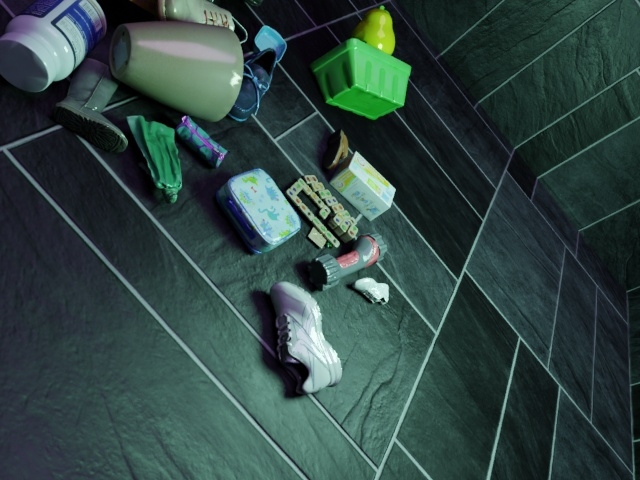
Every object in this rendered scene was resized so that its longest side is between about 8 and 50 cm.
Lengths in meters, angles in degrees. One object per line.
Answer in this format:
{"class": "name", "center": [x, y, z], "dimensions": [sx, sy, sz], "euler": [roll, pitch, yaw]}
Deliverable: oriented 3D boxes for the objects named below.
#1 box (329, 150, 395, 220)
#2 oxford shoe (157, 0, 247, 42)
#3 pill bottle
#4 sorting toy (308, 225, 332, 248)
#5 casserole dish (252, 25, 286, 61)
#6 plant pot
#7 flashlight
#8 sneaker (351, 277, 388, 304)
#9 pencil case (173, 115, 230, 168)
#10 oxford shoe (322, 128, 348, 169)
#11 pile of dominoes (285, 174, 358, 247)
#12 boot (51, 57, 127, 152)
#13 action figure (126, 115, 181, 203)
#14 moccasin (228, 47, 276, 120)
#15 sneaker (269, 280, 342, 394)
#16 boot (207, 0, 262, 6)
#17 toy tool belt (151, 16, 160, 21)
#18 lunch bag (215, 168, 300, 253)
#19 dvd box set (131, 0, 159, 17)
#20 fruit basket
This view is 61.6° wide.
{"class": "box", "center": [0.145, -0.187, 1.845], "dimensions": [0.203, 0.103, 0.114], "euler": [41, 41, -16]}
{"class": "oxford shoe", "center": [-0.330, -0.640, 1.542], "dimensions": [0.397, 0.146, 0.141], "euler": [-44, 139, -72]}
{"class": "pill bottle", "center": [-0.616, -0.462, 1.228], "dimensions": [0.153, 0.153, 0.265], "euler": [36, 42, -22]}
{"class": "sorting toy", "center": [0.000, 0.000, 1.634], "dimensions": [0.083, 0.012, 0.062], "euler": [42, 39, -12]}
{"class": "casserole dish", "center": [-0.187, -0.700, 1.935], "dimensions": [0.114, 0.037, 0.188], "euler": [37, 41, -21]}
{"class": "plant pot", "center": [-0.384, -0.451, 1.379], "dimensions": [0.274, 0.256, 0.257], "euler": [-2, 64, -45]}
{"class": "flashlight", "center": [0.081, 0.052, 1.612], "dimensions": [0.103, 0.103, 0.304], "euler": [40, 33, 25]}
{"class": "sneaker", "center": [0.159, 0.156, 1.651], "dimensions": [0.152, 0.053, 0.061], "euler": [19, 53, -37]}
{"class": "pencil case", "center": [-0.322, -0.266, 1.452], "dimensions": [0.151, 0.070, 0.064], "euler": [41, 65, -13]}
{"class": "oxford shoe", "center": [0.064, -0.308, 1.880], "dimensions": [0.076, 0.076, 0.212], "euler": [48, 38, -26]}
{"class": "pile of dominoes", "center": [0.020, -0.107, 1.700], "dimensions": [0.251, 0.040, 0.196], "euler": [47, 35, -9]}
{"class": "boot", "center": [-0.528, -0.330, 1.300], "dimensions": [0.189, 0.076, 0.209], "euler": [35, 36, -26]}
{"class": "action figure", "center": [-0.397, -0.192, 1.327], "dimensions": [0.137, 0.063, 0.232], "euler": [2, 57, -47]}
{"class": "moccasin", "center": [-0.224, -0.516, 1.697], "dimensions": [0.137, 0.117, 0.342], "euler": [33, 43, -25]}
{"class": "sneaker", "center": [-0.055, 0.239, 1.333], "dimensions": [0.129, 0.111, 0.297], "euler": [-17, 74, -44]}
{"class": "boot", "center": [-0.311, -0.866, 1.852], "dimensions": [0.260, 0.131, 0.348], "euler": [18, 50, -37]}
{"class": "toy tool belt", "center": [-0.465, -0.621, 1.579], "dimensions": [0.051, 0.052, 0.083], "euler": [8, 46, -42]}
{"class": "lunch bag", "center": [-0.170, -0.080, 1.456], "dimensions": [0.219, 0.090, 0.176], "euler": [55, 38, 0]}
{"class": "dvd box set", "center": [-0.520, -0.767, 1.473], "dimensions": [0.308, 0.062, 0.420], "euler": [60, 13, 0]}
{"class": "fruit basket", "center": [0.172, -0.706, 2.105], "dimensions": [0.392, 0.283, 0.392], "euler": [15, 68, -41]}
